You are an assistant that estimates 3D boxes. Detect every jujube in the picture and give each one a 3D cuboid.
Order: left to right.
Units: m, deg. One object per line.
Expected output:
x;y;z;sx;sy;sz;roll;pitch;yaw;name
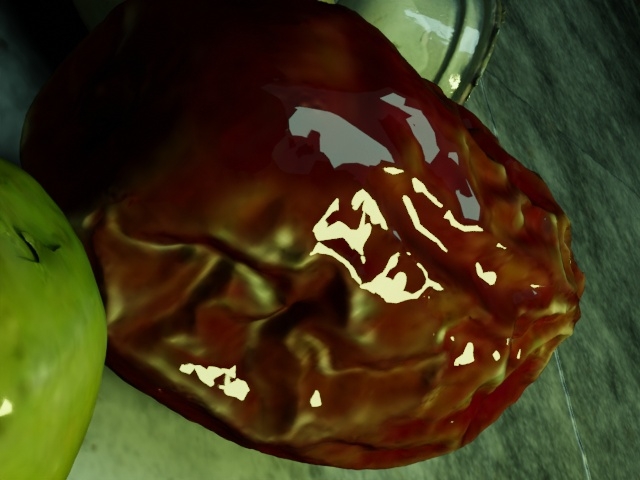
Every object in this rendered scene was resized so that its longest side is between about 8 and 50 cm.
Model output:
0.000;0.001;0.678;0.377;0.276;0.277;36;39;-38;jujube

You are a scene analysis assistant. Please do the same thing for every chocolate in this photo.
0.078;-0.204;1.091;0.147;0.221;0.221;31;38;-14;chocolate

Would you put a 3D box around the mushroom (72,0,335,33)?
-0.045;-0.245;0.768;0.297;0.290;0.298;-15;90;-81;mushroom

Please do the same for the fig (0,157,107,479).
-0.181;0.019;0.411;0.233;0.233;0.314;50;37;-21;fig
